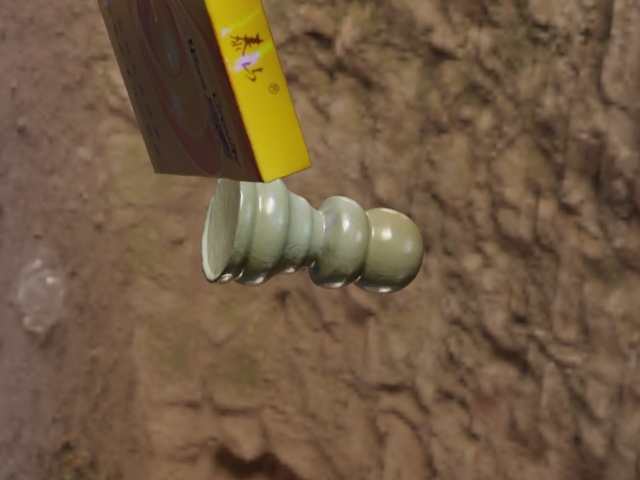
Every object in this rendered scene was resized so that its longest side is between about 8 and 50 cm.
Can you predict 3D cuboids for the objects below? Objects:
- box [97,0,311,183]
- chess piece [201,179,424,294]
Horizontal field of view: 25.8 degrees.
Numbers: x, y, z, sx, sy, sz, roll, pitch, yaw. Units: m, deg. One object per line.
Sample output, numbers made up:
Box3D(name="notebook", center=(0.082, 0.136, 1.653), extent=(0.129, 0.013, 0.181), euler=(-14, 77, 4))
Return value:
Box3D(name="box", center=(-0.086, -0.117, 0.934), extent=(0.269, 0.043, 0.152), euler=(11, -58, 68))
Box3D(name="chess piece", center=(0.000, 0.000, 1.649), extent=(0.144, 0.251, 0.144), euler=(-170, -90, -70))
